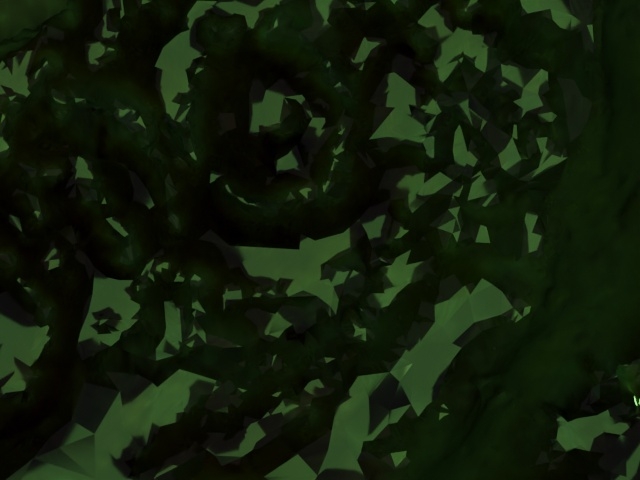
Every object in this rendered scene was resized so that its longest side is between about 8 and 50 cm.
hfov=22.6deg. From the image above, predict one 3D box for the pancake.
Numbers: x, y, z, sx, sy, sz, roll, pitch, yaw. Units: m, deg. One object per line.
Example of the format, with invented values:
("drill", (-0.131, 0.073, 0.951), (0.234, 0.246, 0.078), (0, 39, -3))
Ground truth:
("pancake", (0.003, 0.005, 0.502), (0.426, 0.067, 0.305), (-34, 84, 0))
